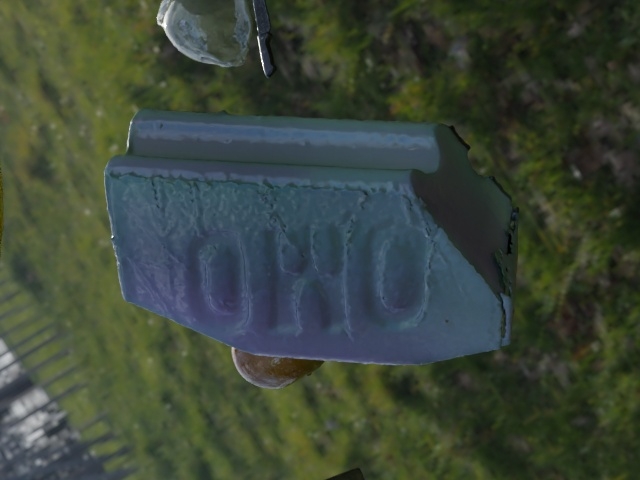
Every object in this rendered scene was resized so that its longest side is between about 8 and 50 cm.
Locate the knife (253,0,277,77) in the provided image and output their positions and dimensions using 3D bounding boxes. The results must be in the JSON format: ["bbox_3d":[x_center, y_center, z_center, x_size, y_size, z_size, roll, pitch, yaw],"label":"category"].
[{"bbox_3d":[-0.076,-0.287,1.747,0.010,0.023,0.170,36,-144,-53],"label":"knife"}]

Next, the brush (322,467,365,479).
[{"bbox_3d":[-0.025,0.362,1.827,0.034,0.190,0.027,67,155,13],"label":"brush"}]

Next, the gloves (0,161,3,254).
[{"bbox_3d":[-0.408,-0.078,1.502,0.133,0.116,0.294,102,151,-54],"label":"gloves"}]

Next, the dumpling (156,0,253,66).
[{"bbox_3d":[-0.185,-0.375,2.199,0.181,0.155,0.111,27,-174,-1],"label":"dumpling"}]

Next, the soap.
[{"bbox_3d":[0.000,0.000,1.496,0.156,0.446,0.261,-74,-15,-55],"label":"soap"}]

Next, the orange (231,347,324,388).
[{"bbox_3d":[-0.052,0.143,1.876,0.124,0.156,0.156,46,178,-1],"label":"orange"}]
